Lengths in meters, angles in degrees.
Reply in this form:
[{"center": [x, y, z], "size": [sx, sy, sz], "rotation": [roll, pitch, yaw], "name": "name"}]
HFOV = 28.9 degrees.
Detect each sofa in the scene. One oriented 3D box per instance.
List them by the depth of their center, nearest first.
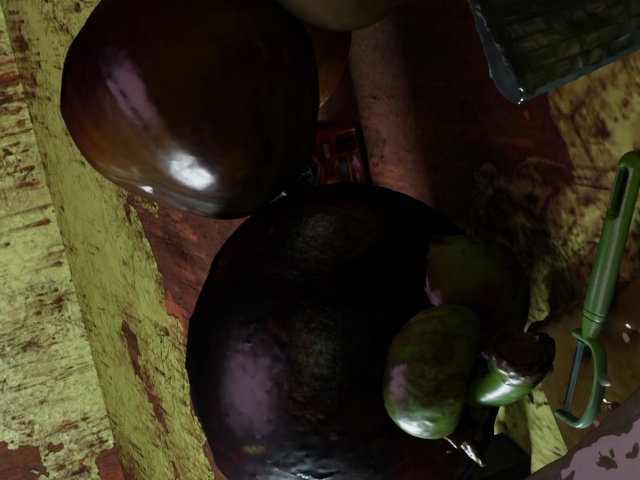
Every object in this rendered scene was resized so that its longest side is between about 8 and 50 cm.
[{"center": [0.153, 0.264, 1.203], "size": [0.060, 0.085, 0.147], "rotation": [39, 141, 50], "name": "sofa"}]

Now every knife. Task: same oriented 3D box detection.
[{"center": [0.209, 0.040, 0.905], "size": [0.054, 0.015, 0.212], "rotation": [-139, 57, -65], "name": "knife"}]

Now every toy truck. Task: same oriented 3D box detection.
[{"center": [0.000, 0.000, 1.335], "size": [0.107, 0.114, 0.253], "rotation": [18, 121, 63], "name": "toy truck"}]

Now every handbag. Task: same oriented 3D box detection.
[{"center": [0.137, -0.224, 0.753], "size": [0.088, 0.175, 0.270], "rotation": [139, 114, -69], "name": "handbag"}]

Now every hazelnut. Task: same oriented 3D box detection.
[{"center": [-0.105, -0.117, 1.030], "size": [0.251, 0.217, 0.217], "rotation": [53, -165, -79], "name": "hazelnut"}]

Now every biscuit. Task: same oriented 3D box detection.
[{"center": [0.261, 0.195, 0.950], "size": [0.325, 0.044, 0.217], "rotation": [70, 157, 8], "name": "biscuit"}]

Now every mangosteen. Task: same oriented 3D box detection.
[{"center": [0.056, 0.104, 1.072], "size": [0.359, 0.306, 0.306], "rotation": [3, 112, 31], "name": "mangosteen"}]

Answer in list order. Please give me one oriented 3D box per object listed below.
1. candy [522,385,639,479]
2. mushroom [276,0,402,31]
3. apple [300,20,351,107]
[{"center": [0.226, 0.185, 0.816], "size": [0.195, 0.137, 0.185], "rotation": [-48, 68, 34], "name": "candy"}, {"center": [0.041, -0.276, 0.983], "size": [0.206, 0.209, 0.206], "rotation": [-13, -90, -83], "name": "mushroom"}, {"center": [-0.050, -0.206, 1.232], "size": [0.173, 0.160, 0.195], "rotation": [78, 173, -51], "name": "apple"}]
